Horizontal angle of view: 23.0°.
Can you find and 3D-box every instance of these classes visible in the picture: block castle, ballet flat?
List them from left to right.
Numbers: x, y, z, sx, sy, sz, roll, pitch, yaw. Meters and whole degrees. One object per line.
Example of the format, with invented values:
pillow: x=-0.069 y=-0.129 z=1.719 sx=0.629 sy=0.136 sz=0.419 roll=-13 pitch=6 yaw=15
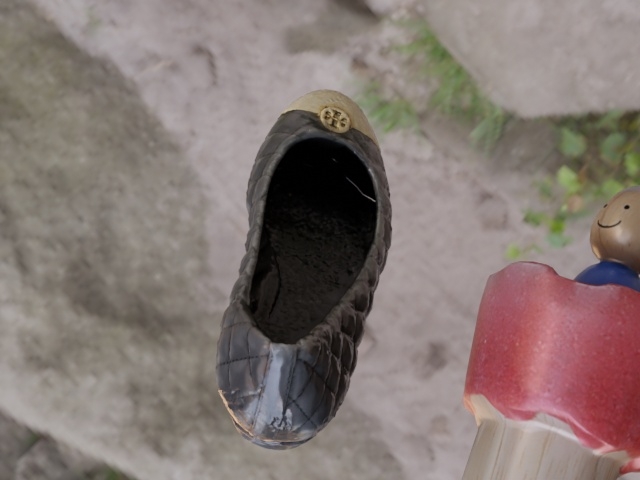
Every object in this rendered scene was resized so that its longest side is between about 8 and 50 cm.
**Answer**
ballet flat: x=0.000 y=0.000 z=0.560 sx=0.057 sy=0.173 sz=0.049 roll=14 pitch=132 yaw=-5
block castle: x=0.286 y=0.129 z=0.520 sx=0.453 sy=0.213 sz=0.303 roll=7 pitch=162 yaw=43
